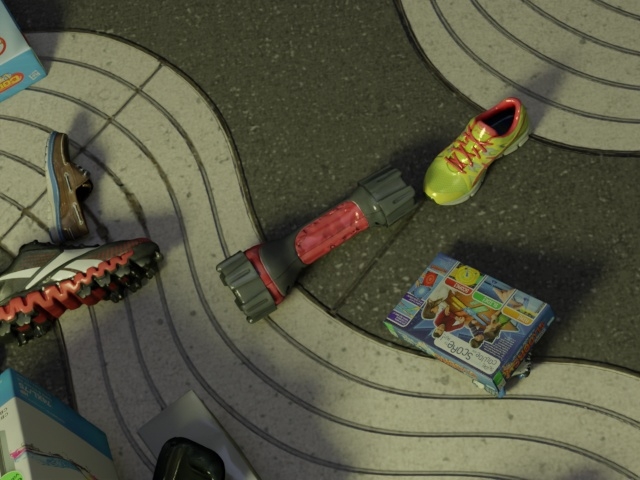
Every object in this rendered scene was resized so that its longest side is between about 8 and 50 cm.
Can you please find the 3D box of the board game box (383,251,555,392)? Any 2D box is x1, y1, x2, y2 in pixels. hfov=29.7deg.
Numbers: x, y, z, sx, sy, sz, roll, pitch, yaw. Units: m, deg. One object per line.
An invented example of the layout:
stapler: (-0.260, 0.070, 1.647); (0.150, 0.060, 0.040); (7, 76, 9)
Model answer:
board game box: (0.203, 0.109, 1.668); (0.201, 0.035, 0.136); (28, 71, 40)

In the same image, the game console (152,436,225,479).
game console: (-0.186, 0.434, 1.511); (0.213, 0.044, 0.361); (16, 93, 28)

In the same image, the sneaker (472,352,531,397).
sneaker: (0.271, 0.162, 1.668); (0.058, 0.052, 0.135); (40, 81, 10)

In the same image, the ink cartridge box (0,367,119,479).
ink cartridge box: (-0.372, 0.345, 1.495); (0.198, 0.197, 0.270); (-39, 39, 6)

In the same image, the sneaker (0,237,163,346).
sneaker: (-0.373, 0.044, 1.780); (0.276, 0.097, 0.135); (-24, 67, -2)

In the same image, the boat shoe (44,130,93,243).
boat shoe: (-0.387, -0.084, 1.867); (0.066, 0.066, 0.183); (-7, 74, 0)

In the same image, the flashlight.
flashlight: (0.000, 0.000, 1.746); (0.304, 0.103, 0.103); (-32, 64, -6)

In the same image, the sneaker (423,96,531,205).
sneaker: (0.227, -0.139, 1.784); (0.081, 0.094, 0.208); (41, 78, 21)

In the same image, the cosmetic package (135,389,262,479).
cosmetic package: (-0.133, 0.327, 1.601); (0.107, 0.127, 0.238); (-38, 64, -9)

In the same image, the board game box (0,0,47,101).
board game box: (-0.659, -0.325, 1.999); (0.308, 0.086, 0.302); (-30, 65, -7)
